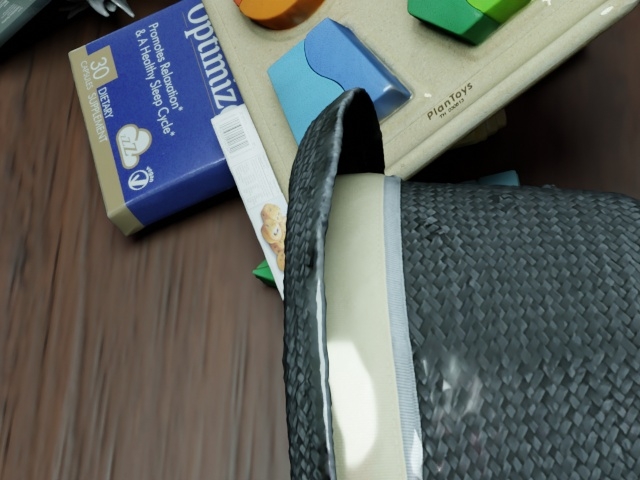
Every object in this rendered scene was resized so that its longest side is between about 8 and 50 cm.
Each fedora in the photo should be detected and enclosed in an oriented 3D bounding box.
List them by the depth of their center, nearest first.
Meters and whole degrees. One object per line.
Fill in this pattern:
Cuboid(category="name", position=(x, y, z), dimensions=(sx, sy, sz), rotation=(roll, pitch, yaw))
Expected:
Cuboid(category="fedora", position=(0.084, 0.099, 0.478), dimensions=(0.152, 0.334, 0.334), rotation=(-8, 59, 8))

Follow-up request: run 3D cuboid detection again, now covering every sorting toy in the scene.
Cuboid(category="sorting toy", position=(0.064, -0.165, 0.613), dimensions=(0.307, 0.041, 0.229), rotation=(-37, 55, 25))

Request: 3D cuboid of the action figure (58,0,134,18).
Cuboid(category="action figure", position=(-0.091, -0.256, 0.819), dimensions=(0.285, 0.099, 0.185), rotation=(-45, 55, 20))

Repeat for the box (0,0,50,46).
Cuboid(category="box", position=(-0.205, -0.226, 0.821), dimensions=(0.220, 0.051, 0.175), rotation=(-29, 50, 39))

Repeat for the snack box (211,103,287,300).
Cuboid(category="snack box", position=(0.000, 0.000, 0.685), dimensions=(0.064, 0.022, 0.178), rotation=(-23, 79, 5))

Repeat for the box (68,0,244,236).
Cuboid(category="box", position=(-0.040, -0.106, 0.758), dimensions=(0.225, 0.036, 0.136), rotation=(-23, 58, 5))

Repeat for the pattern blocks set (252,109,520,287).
Cuboid(category="pattern blocks set", position=(0.027, -0.118, 0.778), dimensions=(0.285, 0.026, 0.325), rotation=(-5, 61, 17))
